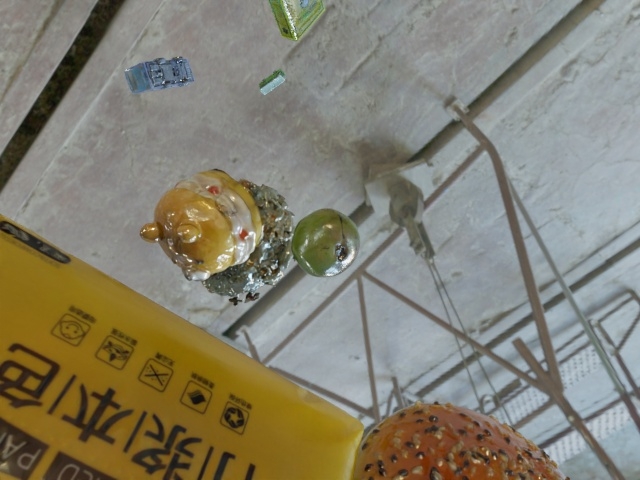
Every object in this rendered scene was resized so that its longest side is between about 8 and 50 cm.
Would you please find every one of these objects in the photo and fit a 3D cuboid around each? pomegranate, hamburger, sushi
[{"bbox_3d":[-0.006,0.004,1.426,0.210,0.179,0.179,5,138,34],"label":"pomegranate"},{"bbox_3d":[0.154,0.311,0.568,0.300,0.300,0.176,12,129,-18],"label":"hamburger"},{"bbox_3d":[-0.256,0.003,1.717,0.176,0.417,0.417,14,128,-47],"label":"sushi"},{"bbox_3d":[-0.308,-0.031,1.418,0.276,0.237,0.276,19,127,27],"label":"hamburger"}]

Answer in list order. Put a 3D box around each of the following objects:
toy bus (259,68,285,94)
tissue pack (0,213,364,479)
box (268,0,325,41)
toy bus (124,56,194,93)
[{"bbox_3d":[-0.141,-0.465,1.607,0.083,0.037,0.031,-28,137,24],"label":"toy bus"},{"bbox_3d":[-0.185,0.206,0.429,0.382,0.293,0.228,34,130,-12],"label":"tissue pack"},{"bbox_3d":[-0.073,-0.661,1.450,0.141,0.064,0.220,-53,152,-17],"label":"box"},{"bbox_3d":[-0.428,-0.446,1.476,0.094,0.236,0.079,-6,108,15],"label":"toy bus"}]
